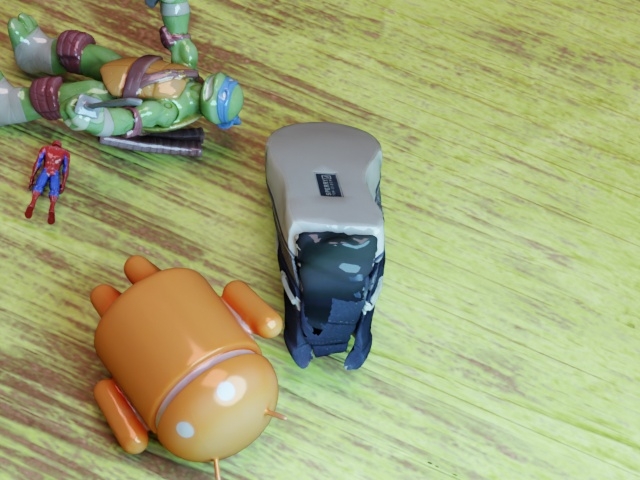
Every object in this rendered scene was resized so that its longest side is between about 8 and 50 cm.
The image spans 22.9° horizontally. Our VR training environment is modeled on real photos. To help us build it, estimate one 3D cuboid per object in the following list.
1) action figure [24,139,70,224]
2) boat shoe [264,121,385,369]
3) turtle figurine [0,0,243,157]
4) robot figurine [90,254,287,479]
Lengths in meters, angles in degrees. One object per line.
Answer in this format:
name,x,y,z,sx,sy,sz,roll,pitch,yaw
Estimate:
action figure,-0.281,-0.064,1.635,0.038,0.030,0.115,12,46,-7
boat shoe,0.000,0.000,1.589,0.127,0.158,0.340,4,23,-1
turtle figurine,-0.223,-0.198,1.621,0.266,0.275,0.197,3,81,21
robot figurine,-0.122,0.112,1.458,0.158,0.128,0.219,-21,58,-33
